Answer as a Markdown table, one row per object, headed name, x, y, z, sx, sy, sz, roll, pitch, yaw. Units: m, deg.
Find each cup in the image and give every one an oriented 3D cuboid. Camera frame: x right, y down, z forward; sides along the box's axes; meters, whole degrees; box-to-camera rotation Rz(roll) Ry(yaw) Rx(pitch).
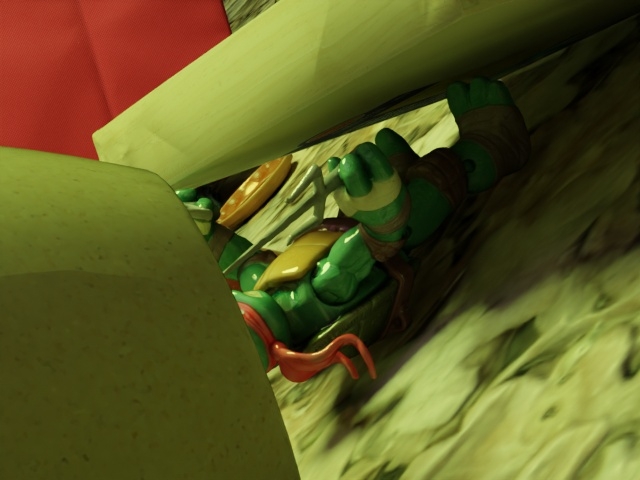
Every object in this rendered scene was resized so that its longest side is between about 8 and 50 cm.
| name | x | y | z | sx | sy | sz | roll | pitch | yaw |
| --- | --- | --- | --- | --- | --- | --- | --- | --- | --- |
| cup | -0.144 | 0.092 | 0.755 | 0.237 | 0.331 | 0.331 | -22 | 7 | -12 |

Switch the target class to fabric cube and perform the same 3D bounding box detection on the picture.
| name | x | y | z | sx | sy | sz | roll | pitch | yaw |
| --- | --- | --- | --- | --- | --- | --- | --- | --- | --- |
| fabric cube | -0.227 | -0.146 | 1.646 | 0.259 | 0.258 | 0.254 | -17 | 1 | -20 |

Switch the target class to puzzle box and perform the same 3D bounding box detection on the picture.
| name | x | y | z | sx | sy | sz | roll | pitch | yaw |
| --- | --- | --- | --- | --- | --- | --- | --- | --- | --- |
| puzzle box | 0.071 | -0.113 | 0.943 | 0.272 | 0.052 | 0.409 | -21 | 0 | -27 |

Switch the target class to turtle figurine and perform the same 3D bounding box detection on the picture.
| name | x | y | z | sx | sy | sz | roll | pitch | yaw |
| --- | --- | --- | --- | --- | --- | --- | --- | --- | --- |
| turtle figurine | 0.000 | 0.000 | 0.931 | 0.175 | 0.118 | 0.234 | -7 | 19 | 43 |

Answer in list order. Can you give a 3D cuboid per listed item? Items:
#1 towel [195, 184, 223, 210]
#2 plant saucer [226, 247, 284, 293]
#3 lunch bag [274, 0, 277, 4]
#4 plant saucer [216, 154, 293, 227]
| name | x | y | z | sx | sy | sz | roll | pitch | yaw |
| --- | --- | --- | --- | --- | --- | --- | --- | --- | --- |
| towel | -0.130 | 0.003 | 1.599 | 0.119 | 0.029 | 0.067 | -43 | 10 | 6 |
| plant saucer | -0.182 | 0.004 | 1.329 | 0.259 | 0.258 | 0.048 | -176 | 98 | -72 |
| lunch bag | 0.005 | -0.209 | 1.690 | 0.067 | 0.098 | 0.065 | -52 | 10 | -9 |
| plant saucer | -0.052 | -0.039 | 1.511 | 0.083 | 0.013 | 0.083 | -43 | 11 | 10 |
